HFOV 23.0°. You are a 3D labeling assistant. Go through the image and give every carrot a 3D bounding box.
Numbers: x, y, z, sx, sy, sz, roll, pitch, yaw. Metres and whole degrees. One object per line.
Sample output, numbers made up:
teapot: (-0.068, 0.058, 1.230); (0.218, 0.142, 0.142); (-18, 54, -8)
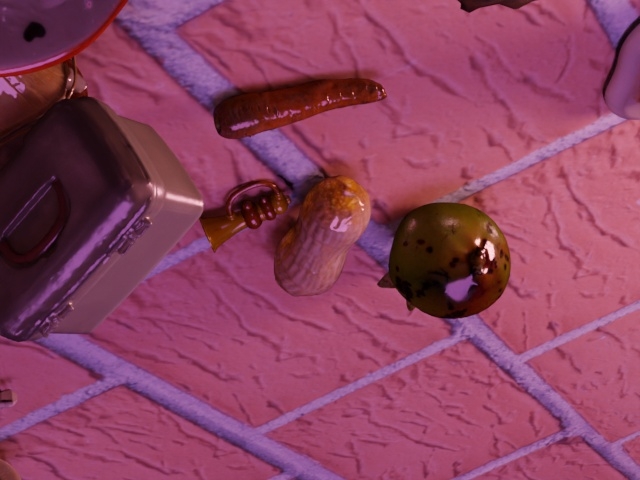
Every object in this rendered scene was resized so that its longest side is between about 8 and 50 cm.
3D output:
carrot: (-0.021, -0.146, 1.670); (0.191, 0.047, 0.047); (-15, 151, -15)

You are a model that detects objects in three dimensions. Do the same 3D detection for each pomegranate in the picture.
pomegranate: (0.152, 0.040, 1.984); (0.156, 0.156, 0.220); (-5, 153, -23)

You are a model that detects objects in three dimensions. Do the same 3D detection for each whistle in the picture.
whistle: (-0.090, -0.036, 1.836); (0.109, 0.057, 0.046); (-29, -165, 1)

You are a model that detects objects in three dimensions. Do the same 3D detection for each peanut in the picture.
peanut: (0.000, 0.000, 1.885); (0.087, 0.087, 0.207); (-3, 147, -26)

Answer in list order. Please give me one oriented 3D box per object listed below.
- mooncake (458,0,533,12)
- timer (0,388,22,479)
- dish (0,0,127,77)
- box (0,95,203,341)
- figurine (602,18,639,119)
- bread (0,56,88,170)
mooncake: (0.101, -0.329, 1.058); (0.246, 0.393, 0.394); (-28, 116, 18)
timer: (-0.475, 0.303, 2.105); (0.175, 0.175, 0.266); (-8, 133, -18)
dish: (-0.271, -0.250, 1.264); (0.256, 0.117, 0.256); (-14, 152, -8)
box: (-0.219, -0.015, 1.404); (0.210, 0.148, 0.129); (-45, 154, 18)
figurine: (0.433, -0.174, 1.780); (0.166, 0.141, 0.250); (-8, 150, -22)
bread: (-0.314, -0.111, 1.472); (0.224, 0.142, 0.212); (-27, 136, 11)
